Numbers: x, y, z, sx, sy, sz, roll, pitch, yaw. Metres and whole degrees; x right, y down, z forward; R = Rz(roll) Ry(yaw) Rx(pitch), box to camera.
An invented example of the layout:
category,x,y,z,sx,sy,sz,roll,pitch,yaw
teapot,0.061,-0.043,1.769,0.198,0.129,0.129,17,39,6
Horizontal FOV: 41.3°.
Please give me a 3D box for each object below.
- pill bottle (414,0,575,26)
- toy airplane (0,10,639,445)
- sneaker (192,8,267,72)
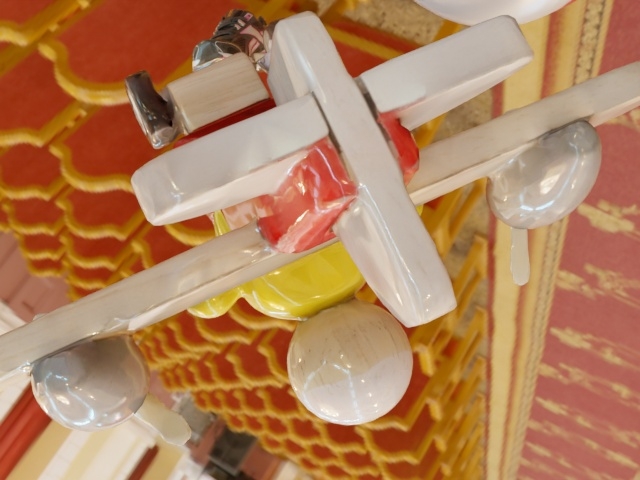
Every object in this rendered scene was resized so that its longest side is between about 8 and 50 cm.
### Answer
category,x,y,z,sx,sy,sz,roll,pitch,yaw
pill bottle,0.194,-0.280,0.482,0.210,0.363,0.210,44,152,31
toy airplane,0.000,0.000,0.534,0.386,0.384,0.272,-11,107,31
sneaker,-0.106,-0.236,1.010,0.072,0.077,0.178,-7,-171,15
